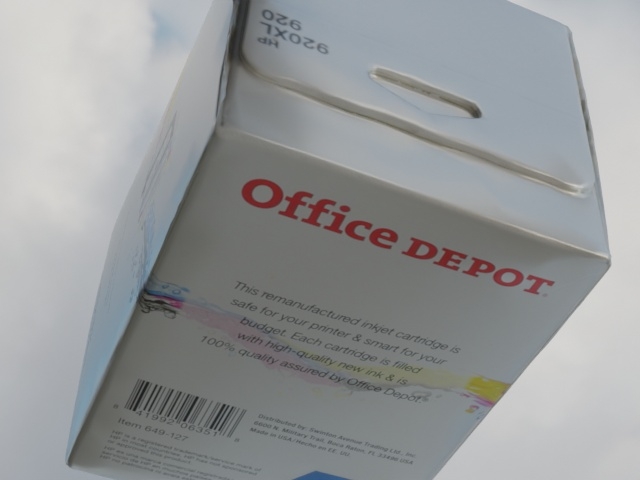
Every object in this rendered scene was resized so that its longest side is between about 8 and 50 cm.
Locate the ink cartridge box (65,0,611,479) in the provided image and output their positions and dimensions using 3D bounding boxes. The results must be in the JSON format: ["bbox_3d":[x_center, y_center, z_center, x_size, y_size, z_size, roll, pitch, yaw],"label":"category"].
[{"bbox_3d":[0.000,0.000,0.590,0.168,0.171,0.233,-87,-159,-45],"label":"ink cartridge box"}]
